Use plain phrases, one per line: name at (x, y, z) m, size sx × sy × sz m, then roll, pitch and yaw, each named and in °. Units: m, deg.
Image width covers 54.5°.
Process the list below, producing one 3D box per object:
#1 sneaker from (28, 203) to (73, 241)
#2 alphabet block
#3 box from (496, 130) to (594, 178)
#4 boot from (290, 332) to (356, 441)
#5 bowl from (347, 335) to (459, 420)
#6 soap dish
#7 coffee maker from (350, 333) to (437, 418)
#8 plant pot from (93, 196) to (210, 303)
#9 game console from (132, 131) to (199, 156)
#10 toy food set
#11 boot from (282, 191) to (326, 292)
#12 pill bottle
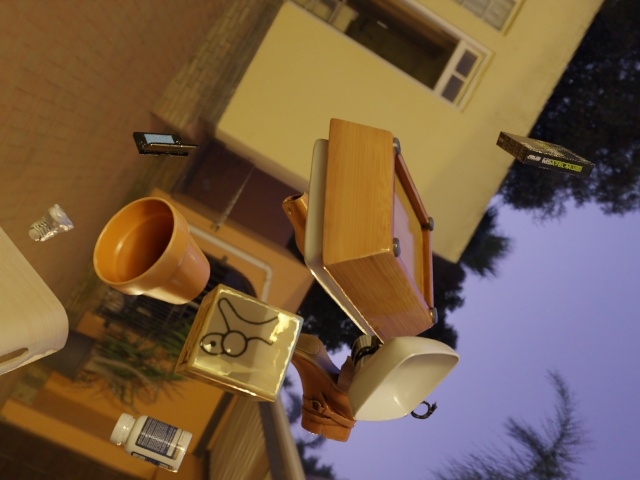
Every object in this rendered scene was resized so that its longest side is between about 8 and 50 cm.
sneaker at (-0.849, -0.040, 1.940) m, size 0.115 × 0.090 × 0.232 m, roll -40°, pitch -170°, yaw -29°
alphabet block at (-0.178, 0.225, 1.334) m, size 0.193 × 0.197 × 0.192 m, roll -36°, pitch -148°, yaw 64°
box at (0.571, -0.222, 1.592) m, size 0.190 × 0.184 × 0.045 m, roll -102°, pitch -152°, yaw -67°
boot at (-0.020, 0.366, 1.567) m, size 0.109 × 0.284 × 0.220 m, roll -38°, pitch 144°, yaw -65°
bowl at (0.109, 0.185, 0.860) m, size 0.142 × 0.142 × 0.053 m, roll -52°, pitch -131°, yaw 21°
soap dish at (0.083, -0.002, 0.891) m, size 0.118 × 0.291 × 0.228 m, roll -8°, pitch -122°, yaw 20°
coffee maker at (0.143, 0.290, 1.313) m, size 0.120 × 0.171 × 0.178 m, roll -47°, pitch -172°, yaw 15°
plant pot at (-0.341, 0.042, 1.329) m, size 0.205 × 0.188 × 0.205 m, roll -13°, pitch -124°, yaw 20°
game console at (-0.365, -0.237, 1.464) m, size 0.071 × 0.122 × 0.107 m, roll -56°, pitch -131°, yaw 38°
toy food set at (-0.562, 0.078, 0.944) m, size 0.092 × 0.306 × 0.220 m, roll -51°, pitch 165°, yaw 28°
boot at (0.001, -0.001, 1.374) m, size 0.104 × 0.211 × 0.295 m, roll -32°, pitch -160°, yaw -13°
pill bottle at (-0.279, 0.328, 1.022) m, size 0.067 × 0.120 × 0.067 m, roll -157°, pitch -90°, yaw -86°
